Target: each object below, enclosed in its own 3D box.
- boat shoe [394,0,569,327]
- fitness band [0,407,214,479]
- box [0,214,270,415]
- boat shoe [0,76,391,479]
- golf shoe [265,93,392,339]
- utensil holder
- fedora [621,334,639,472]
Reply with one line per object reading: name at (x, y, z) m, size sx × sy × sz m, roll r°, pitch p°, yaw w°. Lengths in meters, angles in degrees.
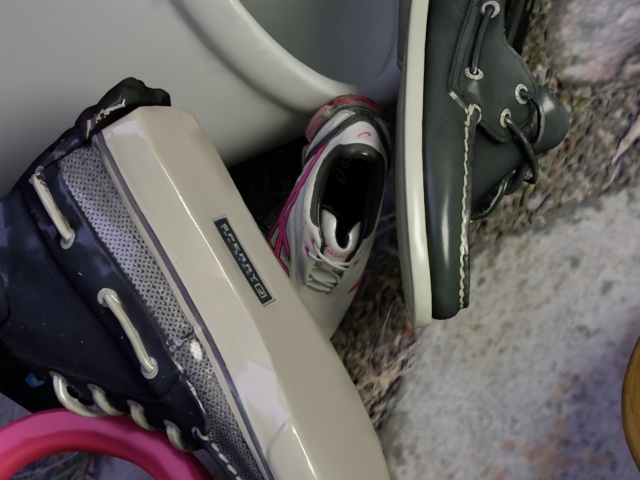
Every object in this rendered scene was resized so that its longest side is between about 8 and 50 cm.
boat shoe at (0.106, -0.090, 1.204) m, size 0.113 × 0.127 × 0.340 m, roll 2°, pitch 47°, yaw 1°
fitness band at (-0.168, 0.251, 1.167) m, size 0.209 × 0.054 × 0.291 m, roll 13°, pitch 77°, yaw 15°
box at (-0.149, 0.036, 1.289) m, size 0.220 × 0.175 × 0.051 m, roll -33°, pitch 41°, yaw 19°
boat shoe at (-0.089, 0.082, 1.143) m, size 0.158 × 0.127 × 0.340 m, roll -31°, pitch 81°, yaw 20°
golf shoe at (0.000, 0.000, 1.203) m, size 0.086 × 0.067 × 0.186 m, roll -90°, pitch 13°, yaw -65°
utensil holder at (-0.163, -0.180, 1.364) m, size 0.385 × 0.327 × 0.328 m, roll -24°, pitch 47°, yaw 32°
fedora at (0.252, 0.078, 0.963) m, size 0.194 × 0.079 × 0.194 m, roll -28°, pitch 38°, yaw 25°
